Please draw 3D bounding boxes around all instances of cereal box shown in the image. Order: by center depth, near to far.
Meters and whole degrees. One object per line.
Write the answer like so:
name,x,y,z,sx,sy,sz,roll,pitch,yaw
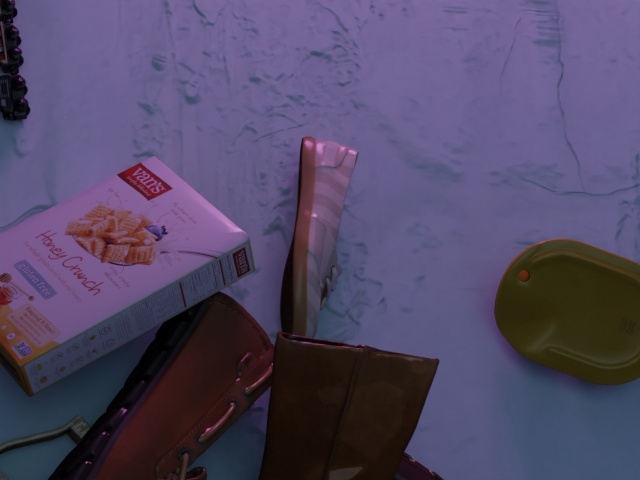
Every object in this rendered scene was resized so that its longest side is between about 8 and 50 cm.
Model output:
cereal box,-0.204,0.025,1.499,0.240,0.047,0.173,-30,45,-22

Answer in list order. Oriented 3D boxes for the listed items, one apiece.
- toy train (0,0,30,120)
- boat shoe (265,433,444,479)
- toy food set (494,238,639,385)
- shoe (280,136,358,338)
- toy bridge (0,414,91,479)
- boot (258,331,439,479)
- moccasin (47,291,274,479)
toy train,-0.309,-0.190,1.607,0.036,0.027,0.158,-8,73,-6
boat shoe,0.043,0.217,1.536,0.207,0.073,0.073,36,25,-5
toy food set,0.276,0.076,1.651,0.218,0.071,0.128,22,91,-5
shoe,0.000,0.000,1.593,0.058,0.076,0.219,9,67,-7
toy bridge,-0.282,0.219,1.465,0.063,0.026,0.188,46,66,5
boot,0.058,0.238,1.474,0.264,0.096,0.280,14,89,3
moccasin,-0.150,0.216,1.439,0.147,0.139,0.380,42,48,-9
